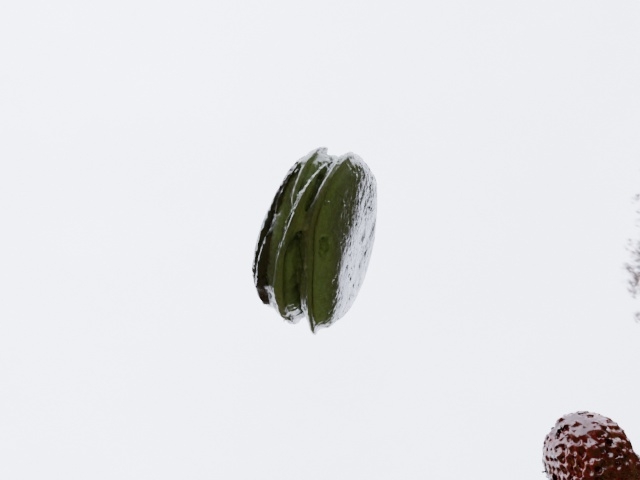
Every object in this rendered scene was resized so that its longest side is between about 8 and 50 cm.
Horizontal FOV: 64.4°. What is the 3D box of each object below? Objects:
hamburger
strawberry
[{"bbox_3d":[0.000,0.000,0.366,0.063,0.140,0.132,12,-88,18],"label":"hamburger"},{"bbox_3d":[0.229,0.193,0.429,0.083,0.096,0.083,3,-69,9],"label":"strawberry"}]
